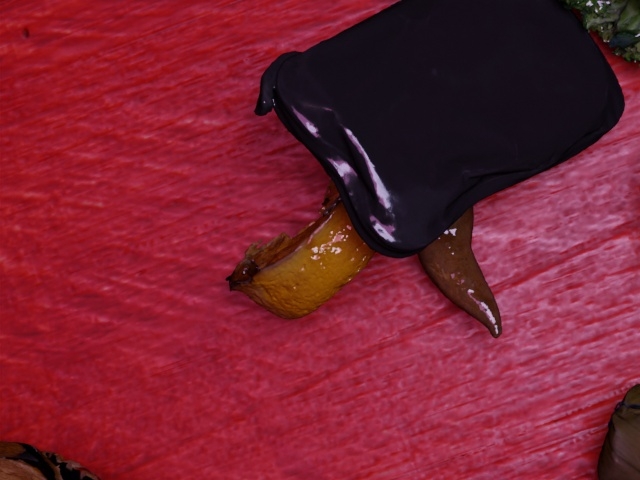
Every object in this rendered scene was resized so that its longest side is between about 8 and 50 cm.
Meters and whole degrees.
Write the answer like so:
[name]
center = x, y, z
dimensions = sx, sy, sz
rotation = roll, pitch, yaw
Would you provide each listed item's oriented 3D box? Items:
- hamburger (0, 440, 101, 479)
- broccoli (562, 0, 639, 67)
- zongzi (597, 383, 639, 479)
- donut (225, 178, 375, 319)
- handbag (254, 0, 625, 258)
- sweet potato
[hamburger]
center = -0.271, 0.234, 1.006
dimensions = 0.231, 0.231, 0.107
rotation = 21, 89, 6
[broccoli]
center = 0.305, -0.240, 1.033
dimensions = 0.195, 0.156, 0.195
rotation = -12, 69, 34
[zongzi]
center = 0.411, 0.161, 1.019
dimensions = 0.260, 0.123, 0.289
rotation = 30, 52, 31
[donut]
center = 0.003, 0.000, 1.043
dimensions = 0.181, 0.146, 0.078
rotation = -43, 100, -3
[handbag]
center = 0.110, -0.119, 1.010
dimensions = 0.332, 0.075, 0.191
rotation = -30, 84, -31
[sweet potato]
center = 0.109, -0.047, 1.075
dimensions = 0.067, 0.059, 0.281
rotation = -12, 83, 17
